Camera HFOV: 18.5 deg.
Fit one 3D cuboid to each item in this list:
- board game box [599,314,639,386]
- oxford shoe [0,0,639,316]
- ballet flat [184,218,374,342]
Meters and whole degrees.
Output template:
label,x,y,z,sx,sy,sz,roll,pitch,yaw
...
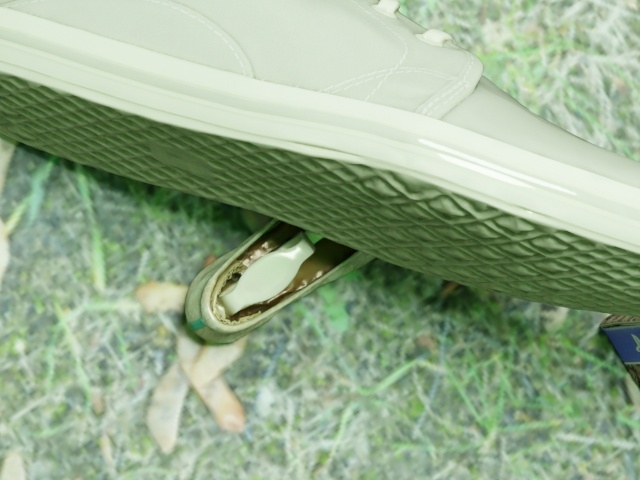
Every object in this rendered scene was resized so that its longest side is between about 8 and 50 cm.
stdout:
label,x,y,z,sx,sy,sz,roll,pitch,yaw
board game box,0.342,0.100,1.089,0.232,0.141,0.291,-33,93,-13
oxford shoe,0.012,-0.073,0.980,0.449,0.169,0.130,19,72,12
ballet flat,0.000,0.000,1.067,0.168,0.052,0.057,-40,94,-13
